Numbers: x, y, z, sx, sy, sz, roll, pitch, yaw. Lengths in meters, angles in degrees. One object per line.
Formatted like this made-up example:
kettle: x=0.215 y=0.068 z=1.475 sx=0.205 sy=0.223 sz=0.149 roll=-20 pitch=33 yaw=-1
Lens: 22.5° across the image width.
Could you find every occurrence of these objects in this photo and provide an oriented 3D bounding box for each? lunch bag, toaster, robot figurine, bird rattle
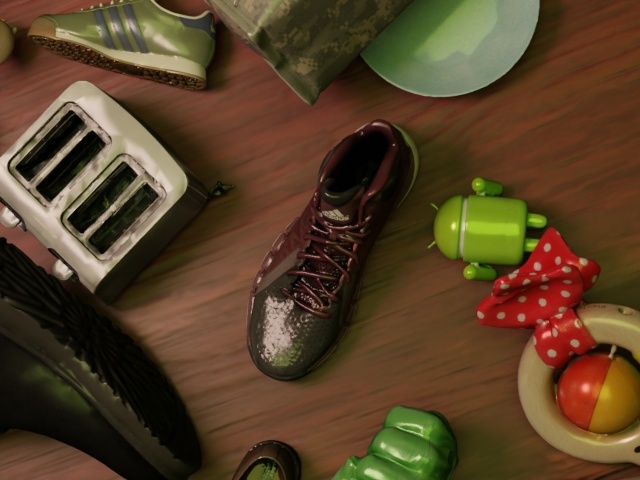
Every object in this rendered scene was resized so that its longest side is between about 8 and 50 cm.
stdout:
lunch bag: x=-0.036 y=-0.318 z=1.573 sx=0.235 sy=0.169 sz=0.287 roll=-45 pitch=54 yaw=1
toaster: x=-0.216 y=-0.052 z=1.602 sx=0.168 sy=0.110 sz=0.185 roll=44 pitch=89 yaw=8
robot figurine: x=0.164 y=-0.010 z=1.580 sx=0.115 sy=0.067 sz=0.101 roll=4 pitch=88 yaw=7
bird rattle: x=0.265 y=0.118 z=1.519 sx=0.254 sy=0.143 sz=0.207 roll=12 pitch=113 yaw=0

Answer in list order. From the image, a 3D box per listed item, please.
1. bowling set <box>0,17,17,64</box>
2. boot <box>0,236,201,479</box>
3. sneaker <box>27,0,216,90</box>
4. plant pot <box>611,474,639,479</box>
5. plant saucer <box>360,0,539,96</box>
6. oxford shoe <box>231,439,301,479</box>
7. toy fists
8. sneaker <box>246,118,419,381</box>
bowling set: x=-0.385 y=-0.235 z=1.575 sx=0.154 sy=0.200 sz=0.287 roll=12 pitch=74 yaw=5
boot: x=-0.313 y=0.169 z=1.571 sx=0.260 sy=0.131 sz=0.348 roll=-42 pitch=104 yaw=16
sneaker: x=-0.196 y=-0.218 z=1.646 sx=0.192 sy=0.064 sz=0.086 roll=15 pitch=78 yaw=7
plant pot: x=0.259 y=0.337 z=1.455 sx=0.191 sy=0.284 sz=0.284 roll=7 pitch=83 yaw=42
plant saucer: x=0.123 y=-0.237 z=1.625 sx=0.195 sy=0.037 sz=0.195 roll=-1 pitch=84 yaw=6
oxford shoe: x=-0.081 y=0.305 z=1.557 sx=0.083 sy=0.096 sz=0.227 roll=12 pitch=87 yaw=5
toy fists: x=0.033 y=0.277 z=1.524 sx=0.096 sy=0.142 sz=0.279 roll=36 pitch=88 yaw=8
sneaker: x=0.000 y=0.000 z=1.547 sx=0.106 sy=0.162 sz=0.281 roll=24 pitch=86 yaw=8
